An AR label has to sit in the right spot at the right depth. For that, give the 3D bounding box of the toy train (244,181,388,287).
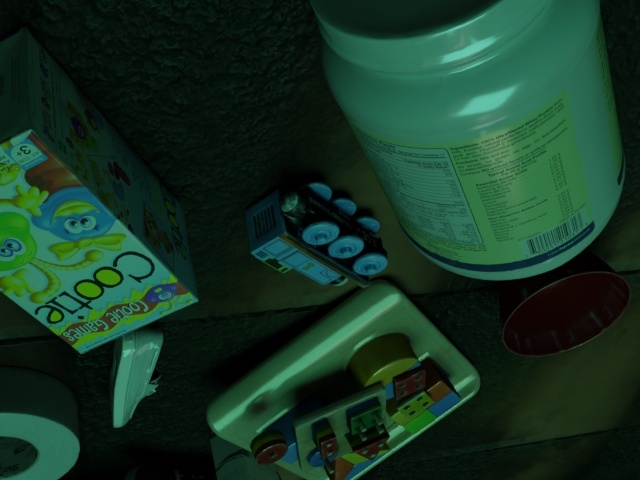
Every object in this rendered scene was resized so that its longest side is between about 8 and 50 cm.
[{"bbox_3d":[0.000,0.000,1.039,0.105,0.080,0.184,-28,143,26],"label":"toy train"}]

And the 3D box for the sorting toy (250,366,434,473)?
[{"bbox_3d":[0.044,0.267,1.222,0.274,0.046,0.132,-21,141,-14],"label":"sorting toy"}]

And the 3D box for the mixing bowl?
[{"bbox_3d":[0.313,0.066,1.213,0.181,0.098,0.181,-11,140,-10],"label":"mixing bowl"}]

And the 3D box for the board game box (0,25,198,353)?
[{"bbox_3d":[-0.250,-0.035,0.846,0.142,0.144,0.275,-25,139,9],"label":"board game box"}]

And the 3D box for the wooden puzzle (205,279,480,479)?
[{"bbox_3d":[0.055,0.242,1.296,0.322,0.080,0.348,-37,137,8],"label":"wooden puzzle"}]

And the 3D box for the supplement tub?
[{"bbox_3d":[0.138,-0.137,0.802,0.235,0.235,0.325,-24,140,8],"label":"supplement tub"}]

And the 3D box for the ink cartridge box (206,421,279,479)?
[{"bbox_3d":[-0.112,0.332,1.329,0.056,0.135,0.099,-29,139,13],"label":"ink cartridge box"}]

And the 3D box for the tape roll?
[{"bbox_3d":[-0.429,0.257,1.172,0.219,0.072,0.219,-11,140,-10],"label":"tape roll"}]

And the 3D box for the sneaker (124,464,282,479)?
[{"bbox_3d":[-0.167,0.378,1.395,0.147,0.105,0.295,-35,143,16],"label":"sneaker"}]

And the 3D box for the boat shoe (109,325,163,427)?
[{"bbox_3d":[-0.240,0.177,1.167,0.063,0.066,0.184,1,127,-20],"label":"boat shoe"}]
